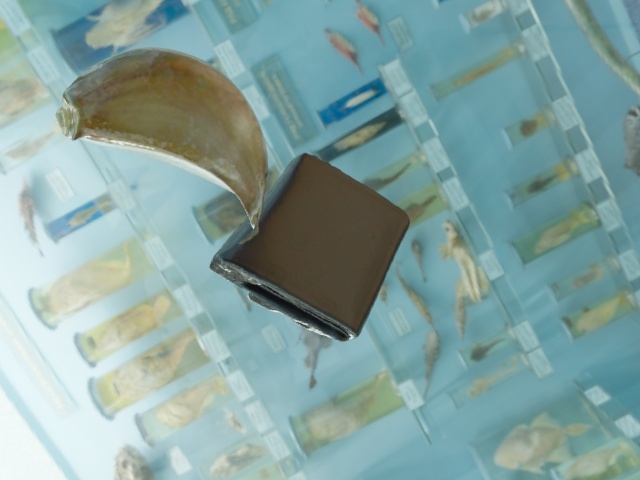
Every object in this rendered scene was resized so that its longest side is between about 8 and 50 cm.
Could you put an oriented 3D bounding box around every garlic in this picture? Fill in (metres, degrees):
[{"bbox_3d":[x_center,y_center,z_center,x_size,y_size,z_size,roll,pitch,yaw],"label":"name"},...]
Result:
[{"bbox_3d":[-0.121,-0.109,0.649,0.206,0.115,0.128,28,-158,-10],"label":"garlic"}]

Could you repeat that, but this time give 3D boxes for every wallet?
[{"bbox_3d":[0.000,0.000,0.835,0.182,0.229,0.049,28,137,4],"label":"wallet"}]
